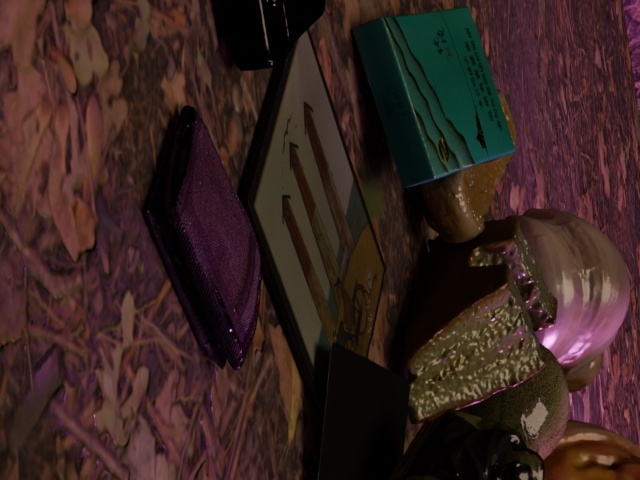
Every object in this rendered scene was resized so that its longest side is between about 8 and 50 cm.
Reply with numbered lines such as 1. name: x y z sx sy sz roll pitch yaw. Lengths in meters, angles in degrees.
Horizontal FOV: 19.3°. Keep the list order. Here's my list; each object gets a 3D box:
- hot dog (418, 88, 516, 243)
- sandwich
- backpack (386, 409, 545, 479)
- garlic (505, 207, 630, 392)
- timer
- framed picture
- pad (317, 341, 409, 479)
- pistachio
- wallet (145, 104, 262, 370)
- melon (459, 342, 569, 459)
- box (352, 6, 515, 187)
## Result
1. hot dog: 0.148 -0.082 1.997 0.242 0.073 0.084 -63 142 -54
2. sandwich: 0.155 0.087 1.905 0.236 0.128 0.122 -68 142 -55
3. backpack: 0.112 0.289 1.674 0.253 0.140 0.207 -54 150 -45
4. garlic: 0.266 0.059 2.177 0.281 0.184 0.203 45 24 -63
5. timer: -0.034 -0.223 1.465 0.187 0.055 0.144 -56 139 -64
6. framed picture: 0.000 0.000 1.606 0.244 0.013 0.324 -77 157 -43
7. pad: 0.037 0.186 1.663 0.265 0.009 0.159 35 60 -69
8. pistachio: 0.313 0.338 2.239 0.309 0.230 0.230 47 42 -58
9. wallet: -0.075 -0.002 1.328 0.111 0.030 0.166 -76 155 -42
10. melon: 0.197 0.172 2.001 0.192 0.139 0.139 -64 147 -62
11. box: 0.115 -0.144 1.847 0.226 0.042 0.161 -19 90 -63
